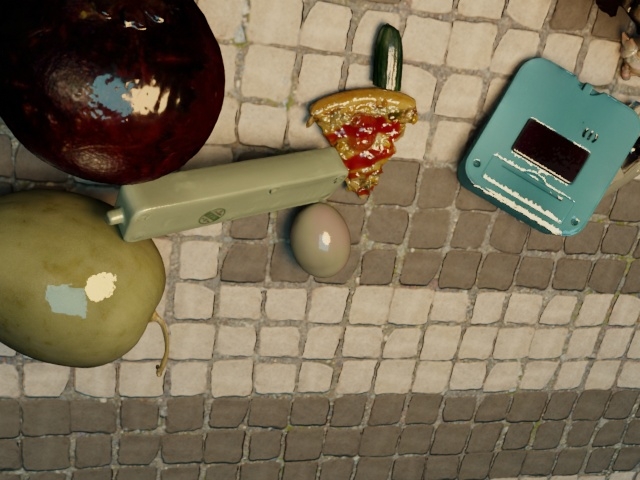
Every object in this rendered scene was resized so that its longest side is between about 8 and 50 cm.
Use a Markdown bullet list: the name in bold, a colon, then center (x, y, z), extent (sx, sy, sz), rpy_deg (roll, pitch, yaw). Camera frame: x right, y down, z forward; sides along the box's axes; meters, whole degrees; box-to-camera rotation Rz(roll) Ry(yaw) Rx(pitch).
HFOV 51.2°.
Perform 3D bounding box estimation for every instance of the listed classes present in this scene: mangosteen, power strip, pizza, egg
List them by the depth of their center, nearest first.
- **mangosteen**: center (-0.274, -0.207, 0.846), extent (0.293, 0.297, 0.297), rpy_deg (-28, 124, 37)
- **power strip**: center (-0.132, -0.072, 0.995), extent (0.386, 0.062, 0.091), rpy_deg (-14, 159, -34)
- **pizza**: center (0.073, -0.153, 1.112), extent (0.188, 0.062, 0.198), rpy_deg (-9, 118, -8)
- **egg**: center (0.000, 0.000, 1.140), extent (0.103, 0.103, 0.134), rpy_deg (-14, 115, -8)

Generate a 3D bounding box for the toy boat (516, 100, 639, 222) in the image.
- **toy boat**: center (0.482, -0.120, 1.213), extent (0.295, 0.088, 0.129), rpy_deg (-35, 118, 4)

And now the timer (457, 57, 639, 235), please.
- **timer**: center (0.390, -0.157, 1.151), extent (0.232, 0.091, 0.249), rpy_deg (32, 94, 1)

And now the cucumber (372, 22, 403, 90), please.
- **cucumber**: center (0.108, -0.292, 1.064), extent (0.048, 0.048, 0.105), rpy_deg (-3, 111, -13)

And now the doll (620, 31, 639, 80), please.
- **doll**: center (0.553, -0.312, 1.157), extent (0.127, 0.073, 0.084), rpy_deg (25, 138, -25)

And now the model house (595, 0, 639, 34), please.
- **model house**: center (0.477, -0.471, 0.947), extent (0.317, 0.282, 0.297), rpy_deg (5, 137, -49)

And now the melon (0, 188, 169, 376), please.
- **melon**: center (-0.374, 0.054, 0.984), extent (0.308, 0.271, 0.271), rpy_deg (24, 107, -41)
